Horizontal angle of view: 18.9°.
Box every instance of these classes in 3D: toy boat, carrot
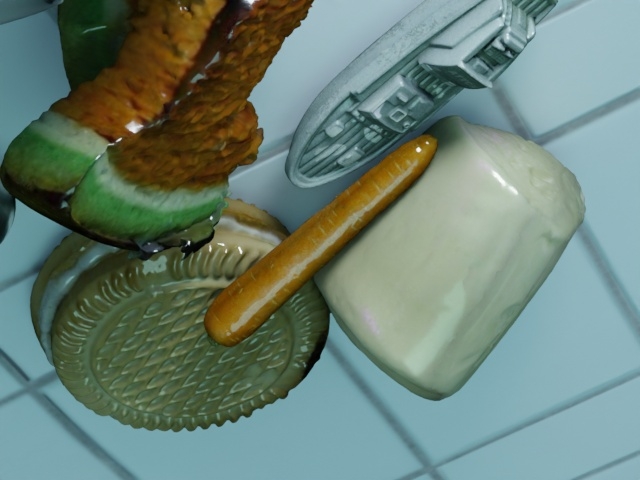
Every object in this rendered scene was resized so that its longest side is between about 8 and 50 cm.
[{"bbox_3d":[0.070,-0.121,1.484,0.260,0.085,0.078,-38,135,24],"label":"toy boat"},{"bbox_3d":[0.000,0.000,1.534,0.248,0.043,0.043,-41,134,10],"label":"carrot"}]

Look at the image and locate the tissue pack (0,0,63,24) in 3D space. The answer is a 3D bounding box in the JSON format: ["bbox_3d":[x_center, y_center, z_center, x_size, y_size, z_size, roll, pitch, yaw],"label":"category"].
[{"bbox_3d":[-0.270,-0.283,1.091,0.236,0.229,0.333,-2,137,8],"label":"tissue pack"}]

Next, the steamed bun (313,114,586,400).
[{"bbox_3d":[0.105,0.004,1.596,0.225,0.170,0.200,-52,166,7],"label":"steamed bun"}]

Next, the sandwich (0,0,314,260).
[{"bbox_3d":[-0.114,-0.140,1.367,0.301,0.162,0.250,-55,163,15],"label":"sandwich"}]

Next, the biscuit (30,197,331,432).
[{"bbox_3d":[-0.117,0.065,1.634,0.259,0.079,0.259,-9,138,-8],"label":"biscuit"}]

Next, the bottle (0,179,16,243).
[{"bbox_3d":[-0.335,-0.071,1.425,0.254,0.079,0.096,33,85,-40],"label":"bottle"}]
